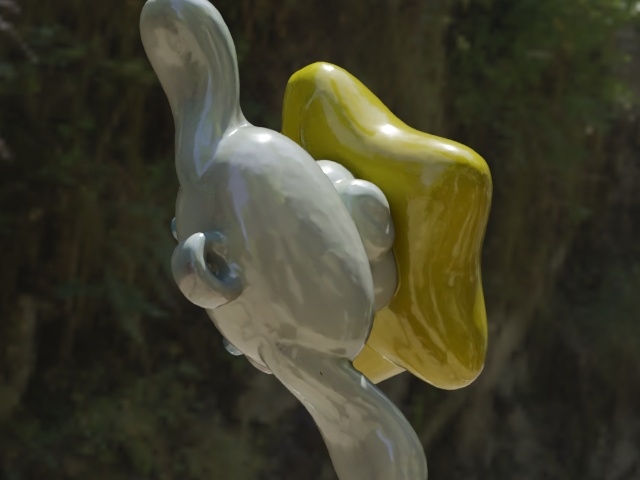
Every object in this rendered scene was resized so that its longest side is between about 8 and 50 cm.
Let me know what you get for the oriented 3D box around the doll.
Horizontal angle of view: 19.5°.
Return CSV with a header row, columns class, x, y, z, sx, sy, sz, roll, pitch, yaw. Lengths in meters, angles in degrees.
class,x,y,z,sx,sy,sz,roll,pitch,yaw
doll,0.003,0.007,0.477,0.071,0.135,0.113,-29,-32,27
